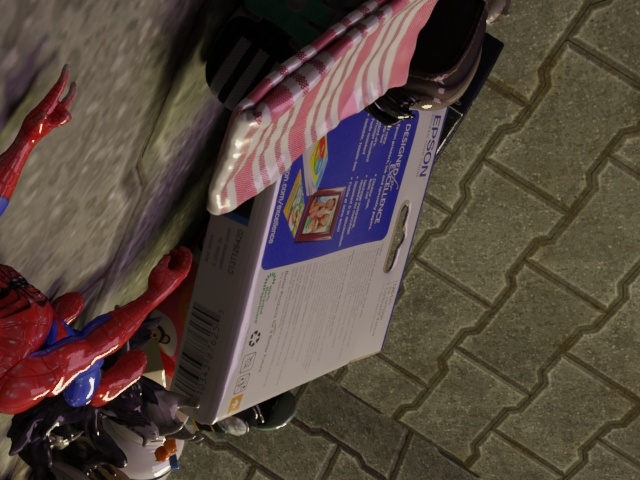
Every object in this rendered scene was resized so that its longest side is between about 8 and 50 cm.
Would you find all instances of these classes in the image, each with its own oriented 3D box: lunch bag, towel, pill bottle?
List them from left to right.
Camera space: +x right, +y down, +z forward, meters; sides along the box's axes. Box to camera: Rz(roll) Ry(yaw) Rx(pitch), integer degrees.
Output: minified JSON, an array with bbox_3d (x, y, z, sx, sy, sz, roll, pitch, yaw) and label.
[{"bbox_3d":[-0.217,0.235,0.944,0.186,0.112,0.112,-59,177,33],"label":"pill bottle"},{"bbox_3d":[-0.106,0.065,1.004,0.258,0.120,0.293,-54,174,-2],"label":"lunch bag"},{"bbox_3d":[0.008,-0.099,0.552,0.197,0.029,0.144,-42,173,-23],"label":"towel"}]

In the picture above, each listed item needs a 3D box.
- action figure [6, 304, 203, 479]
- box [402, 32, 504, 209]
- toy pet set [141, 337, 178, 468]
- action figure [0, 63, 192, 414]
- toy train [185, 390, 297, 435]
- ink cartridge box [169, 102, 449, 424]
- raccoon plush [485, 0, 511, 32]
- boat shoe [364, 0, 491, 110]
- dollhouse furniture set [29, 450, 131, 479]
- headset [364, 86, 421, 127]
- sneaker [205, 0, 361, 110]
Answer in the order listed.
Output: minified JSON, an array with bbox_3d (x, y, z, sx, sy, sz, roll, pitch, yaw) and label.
[{"bbox_3d":[-0.173,0.165,0.678,0.164,0.141,0.275,-53,178,-43],"label":"action figure"},{"bbox_3d":[0.148,-0.220,1.467,0.296,0.183,0.294,-59,178,42],"label":"box"},{"bbox_3d":[-0.185,0.154,0.827,0.114,0.065,0.122,97,-22,-48],"label":"toy pet set"},{"bbox_3d":[-0.121,0.018,0.430,0.139,0.091,0.280,-50,177,-8],"label":"action figure"},{"bbox_3d":[-0.105,0.148,1.261,0.334,0.190,0.142,-62,146,-45],"label":"toy train"},{"bbox_3d":[0.000,0.000,0.833,0.307,0.072,0.303,-13,121,-59],"label":"ink cartridge box"},{"bbox_3d":[0.344,-0.386,1.105,0.299,0.447,0.216,-58,-150,29],"label":"raccoon plush"},{"bbox_3d":[0.116,-0.279,0.840,0.130,0.133,0.355,96,7,-52],"label":"boat shoe"},{"bbox_3d":[-0.278,0.365,0.828,0.242,0.161,0.212,-59,177,30],"label":"dollhouse furniture set"},{"bbox_3d":[0.131,-0.265,0.617,0.394,0.185,0.243,-39,-174,29],"label":"headset"},{"bbox_3d":[0.003,-0.186,0.557,0.223,0.083,0.098,-47,-168,23],"label":"sneaker"}]
